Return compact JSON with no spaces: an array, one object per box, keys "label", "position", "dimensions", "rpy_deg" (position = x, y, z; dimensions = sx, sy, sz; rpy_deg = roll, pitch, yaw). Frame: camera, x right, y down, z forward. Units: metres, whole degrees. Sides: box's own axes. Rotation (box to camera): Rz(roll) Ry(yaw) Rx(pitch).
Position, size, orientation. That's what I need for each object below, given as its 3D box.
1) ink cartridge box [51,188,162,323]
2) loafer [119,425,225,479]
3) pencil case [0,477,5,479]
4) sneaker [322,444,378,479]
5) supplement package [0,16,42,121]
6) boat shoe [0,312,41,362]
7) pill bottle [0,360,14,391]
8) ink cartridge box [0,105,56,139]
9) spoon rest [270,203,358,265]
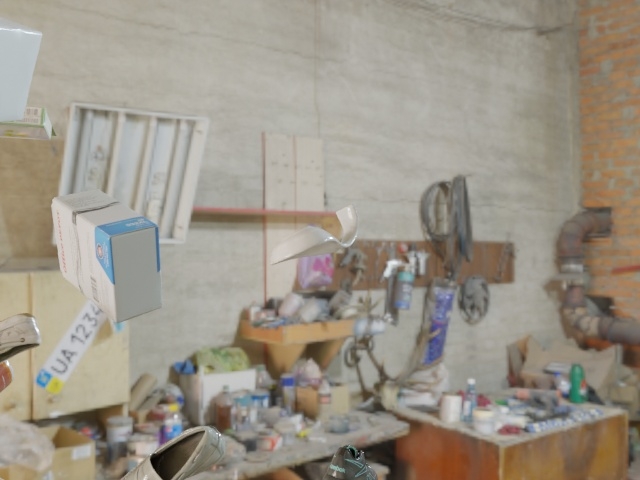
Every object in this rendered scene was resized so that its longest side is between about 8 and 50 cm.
[{"label":"ink cartridge box","position":[-0.519,0.028,1.655],"dimensions":[0.129,0.223,0.308],"rpy_deg":[-19,31,-38]},{"label":"loafer","position":[-0.364,0.515,1.514],"dimensions":[0.320,0.112,0.111],"rpy_deg":[-35,-39,-9]},{"label":"pencil case","position":[-0.934,0.805,1.960],"dimensions":[0.184,0.160,0.410],"rpy_deg":[33,-35,11]},{"label":"sneaker","position":[0.094,0.591,1.763],"dimensions":[0.101,0.106,0.267],"rpy_deg":[8,-13,24]},{"label":"supplement package","position":[-0.678,-0.332,1.184],"dimensions":[0.293,0.175,0.177],"rpy_deg":[20,14,2]},{"label":"boat shoe","position":[-0.784,0.268,1.573],"dimensions":[0.277,0.096,0.098],"rpy_deg":[-27,-24,-10]},{"label":"pill bottle","position":[-0.933,0.397,1.807],"dimensions":[0.121,0.121,0.216],"rpy_deg":[0,26,20]},{"label":"ink cartridge box","position":[-0.790,-0.291,1.774],"dimensions":[0.171,0.056,0.235],"rpy_deg":[2,-12,-13]},{"label":"spoon rest","position":[0.000,0.000,1.459],"dimensions":[0.137,0.084,0.276],"rpy_deg":[-25,3,40]}]
